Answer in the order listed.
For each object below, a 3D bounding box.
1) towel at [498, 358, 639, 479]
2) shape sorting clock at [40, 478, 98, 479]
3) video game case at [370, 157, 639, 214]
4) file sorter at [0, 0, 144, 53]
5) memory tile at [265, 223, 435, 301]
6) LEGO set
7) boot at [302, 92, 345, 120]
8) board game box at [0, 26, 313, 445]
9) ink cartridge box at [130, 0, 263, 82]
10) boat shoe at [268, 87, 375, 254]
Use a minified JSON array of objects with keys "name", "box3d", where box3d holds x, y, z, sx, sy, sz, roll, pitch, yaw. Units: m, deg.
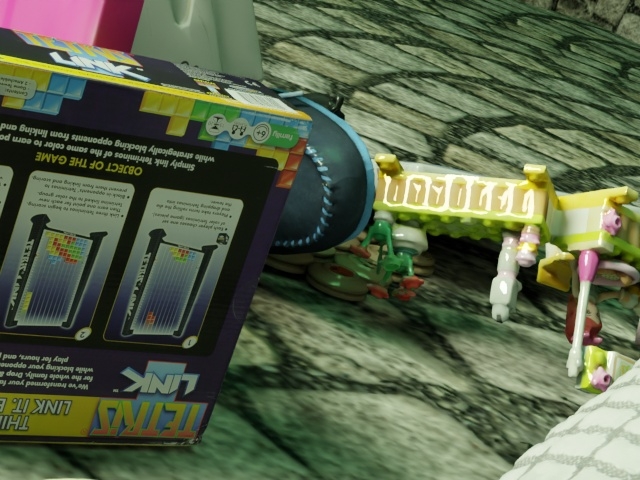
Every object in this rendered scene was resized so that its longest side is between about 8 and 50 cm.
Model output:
[{"name":"towel","box3d":[0.215,0.124,0.470,0.283,0.121,0.235,29,36,32]},{"name":"shape sorting clock","box3d":[-0.012,0.131,0.309,0.206,0.040,0.206,36,22,-17]},{"name":"video game case","box3d":[0.079,-0.033,1.019,0.201,0.023,0.183,8,1,-37]},{"name":"file sorter","box3d":[-0.235,-0.099,0.624,0.182,0.202,0.290,1,24,-43]},{"name":"memory tile","box3d":[0.000,0.000,0.928,0.113,0.012,0.148,26,16,19]},{"name":"LEGO set","box3d":[0.107,0.030,0.845,0.287,0.107,0.132,15,-17,-16]},{"name":"boot","box3d":[-0.047,-0.062,0.944,0.121,0.045,0.099,1,22,18]},{"name":"board game box","box3d":[-0.101,0.001,0.551,0.170,0.141,0.048,8,21,-38]},{"name":"ink cartridge box","box3d":[-0.135,-0.132,0.769,0.127,0.128,0.176,-26,29,-35]},{"name":"boat shoe","box3d":[-0.088,-0.039,0.833,0.258,0.109,0.089,12,13,41]}]
